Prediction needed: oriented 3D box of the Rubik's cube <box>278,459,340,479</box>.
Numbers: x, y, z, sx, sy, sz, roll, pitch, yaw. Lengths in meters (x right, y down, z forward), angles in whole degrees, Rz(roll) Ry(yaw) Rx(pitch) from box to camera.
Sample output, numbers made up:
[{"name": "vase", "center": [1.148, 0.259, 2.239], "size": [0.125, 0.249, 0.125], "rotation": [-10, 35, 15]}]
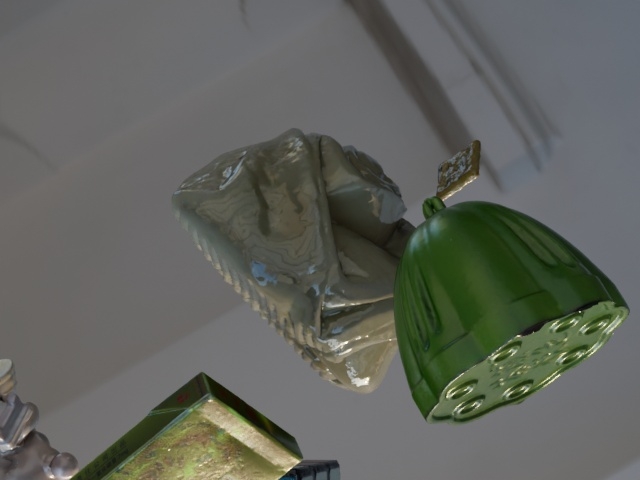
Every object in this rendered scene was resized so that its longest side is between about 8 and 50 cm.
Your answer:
[{"name": "Rubik's cube", "center": [-0.072, 0.367, 1.601], "size": [0.163, 0.162, 0.160], "rotation": [13, -105, -68]}]

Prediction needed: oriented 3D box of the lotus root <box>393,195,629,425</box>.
[{"name": "lotus root", "center": [0.125, 0.032, 0.988], "size": [0.186, 0.186, 0.186], "rotation": [59, -176, -6]}]

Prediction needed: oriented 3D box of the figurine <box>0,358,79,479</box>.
[{"name": "figurine", "center": [-0.413, 0.291, 1.672], "size": [0.144, 0.182, 0.256], "rotation": [-91, -14, -48]}]

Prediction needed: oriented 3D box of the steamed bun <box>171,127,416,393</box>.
[{"name": "steamed bun", "center": [0.000, 0.000, 1.641], "size": [0.368, 0.255, 0.342], "rotation": [41, 170, 10]}]

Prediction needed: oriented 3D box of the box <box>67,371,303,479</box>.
[{"name": "box", "center": [-0.187, 0.284, 1.352], "size": [0.173, 0.311, 0.043], "rotation": [42, -168, -41]}]

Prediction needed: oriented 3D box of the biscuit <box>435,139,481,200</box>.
[{"name": "biscuit", "center": [0.202, -0.102, 1.824], "size": [0.018, 0.081, 0.083], "rotation": [38, -142, -24]}]
